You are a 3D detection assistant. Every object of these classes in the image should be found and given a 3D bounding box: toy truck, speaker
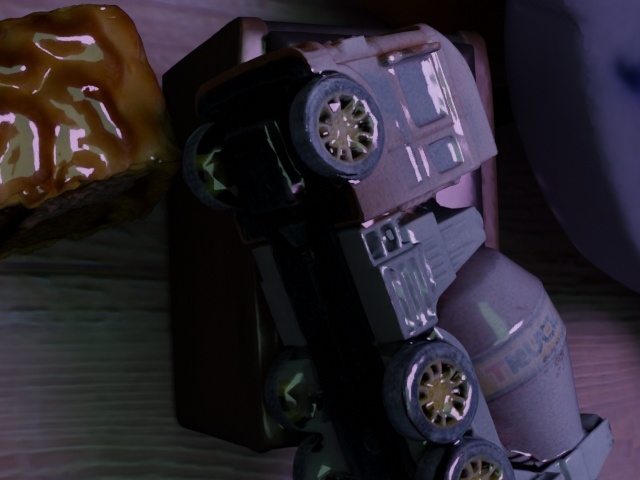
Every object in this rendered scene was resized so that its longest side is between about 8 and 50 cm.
[{"bbox_3d":[0.047,0.028,0.474,0.140,0.108,0.256,-25,98,-35],"label":"toy truck"},{"bbox_3d":[0.000,0.000,0.612,0.153,0.192,0.230,-2,86,-25],"label":"speaker"}]

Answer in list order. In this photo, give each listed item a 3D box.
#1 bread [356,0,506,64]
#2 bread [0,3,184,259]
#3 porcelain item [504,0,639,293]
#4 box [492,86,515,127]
[{"bbox_3d":[0.190,-0.242,0.727,0.389,0.236,0.183,-3,63,-13],"label":"bread"},{"bbox_3d":[-0.168,-0.041,0.521,0.181,0.222,0.096,-20,89,-22],"label":"bread"},{"bbox_3d":[0.252,-0.090,0.660,0.243,0.178,0.405,-30,129,13],"label":"porcelain item"},{"bbox_3d":[0.104,-0.090,0.729,0.053,0.083,0.024,-5,88,-26],"label":"box"}]
